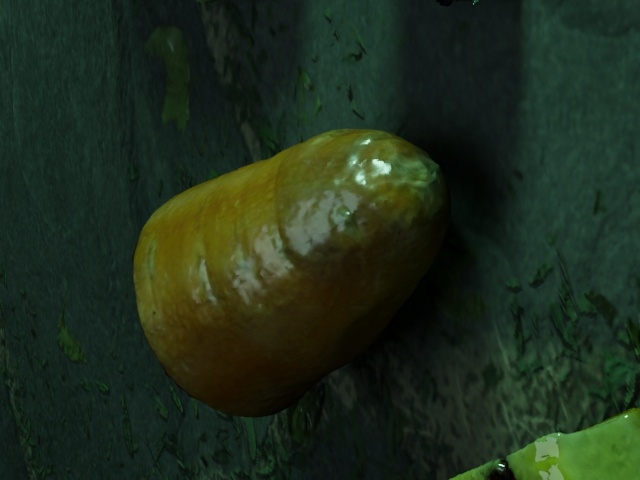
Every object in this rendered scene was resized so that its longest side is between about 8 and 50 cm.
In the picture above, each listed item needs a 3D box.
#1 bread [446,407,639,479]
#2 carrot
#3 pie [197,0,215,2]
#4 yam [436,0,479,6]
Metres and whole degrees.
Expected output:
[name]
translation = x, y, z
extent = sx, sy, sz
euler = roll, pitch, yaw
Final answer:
[bread]
translation = 0.161, 0.275, 0.805
extent = 0.138, 0.077, 0.361
euler = -37, 66, 60
[carrot]
translation = 0.000, 0.000, 0.968
extent = 0.225, 0.159, 0.159
euler = -35, 68, 47
[pie]
translation = -0.097, -0.306, 1.100
extent = 0.306, 0.071, 0.306
euler = 32, 128, 51
[yam]
translation = 0.047, -0.178, 0.875
extent = 0.127, 0.084, 0.084
euler = 31, 125, 58
